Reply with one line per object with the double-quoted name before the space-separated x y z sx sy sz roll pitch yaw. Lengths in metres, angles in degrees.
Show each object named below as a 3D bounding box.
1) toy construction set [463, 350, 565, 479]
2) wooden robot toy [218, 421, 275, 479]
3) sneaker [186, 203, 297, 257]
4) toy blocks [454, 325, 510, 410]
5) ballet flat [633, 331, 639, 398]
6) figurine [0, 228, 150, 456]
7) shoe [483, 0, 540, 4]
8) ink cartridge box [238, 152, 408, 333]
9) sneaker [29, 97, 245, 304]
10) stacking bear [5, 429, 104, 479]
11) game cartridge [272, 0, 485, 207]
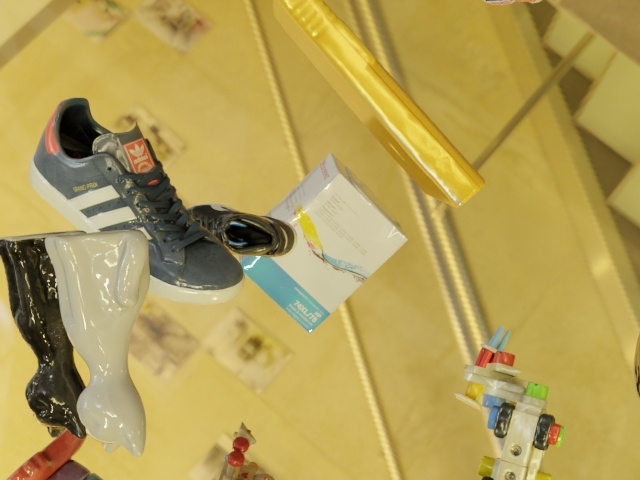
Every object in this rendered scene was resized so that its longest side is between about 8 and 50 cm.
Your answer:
"toy construction set" 0.264 0.313 1.536 0.151 0.328 0.215 -1 169 17
"wooden robot toy" -0.085 0.295 1.360 0.079 0.173 0.076 20 124 -3
"sneaker" -0.152 -0.018 1.701 0.217 0.079 0.121 5 179 15
"toy blocks" 0.300 0.229 2.021 0.054 0.148 0.123 27 174 13
"ballet flat" 0.368 0.105 1.200 0.049 0.173 0.057 16 136 12
"figurine" -0.225 0.097 1.057 0.215 0.092 0.209 -1 95 55
"shoe" 0.245 -0.394 1.639 0.178 0.081 0.063 36 127 36
"ink cartridge box" 0.000 0.000 2.197 0.197 0.270 0.198 44 -172 -14
"sneaker" -0.231 -0.058 1.424 0.350 0.131 0.148 34 124 17
"stacking bear" -0.319 0.426 1.566 0.289 0.164 0.175 47 -155 2
"game cartridge" 0.062 -0.182 1.380 0.324 0.052 0.285 50 -178 -6
